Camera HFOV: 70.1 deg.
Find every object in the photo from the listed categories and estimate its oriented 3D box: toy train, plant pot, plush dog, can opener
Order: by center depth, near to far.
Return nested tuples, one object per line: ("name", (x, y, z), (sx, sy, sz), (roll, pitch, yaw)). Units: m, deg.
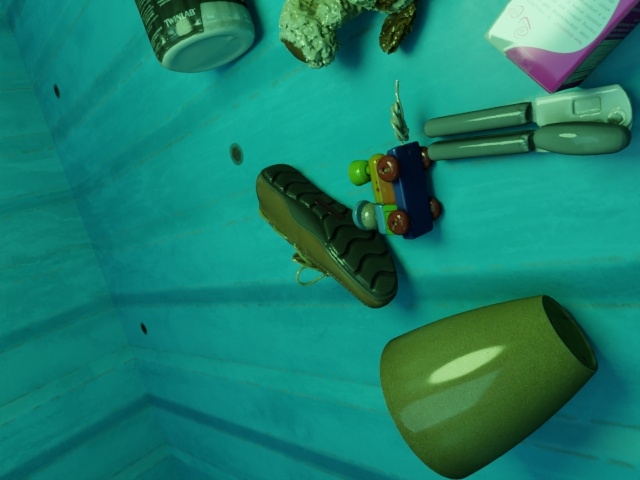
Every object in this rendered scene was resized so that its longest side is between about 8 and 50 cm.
("can opener", (0.261, -0.151, 0.619), (0.280, 0.093, 0.074), (7, 113, 48))
("plush dog", (0.054, -0.407, 0.673), (0.225, 0.211, 0.263), (18, 149, 23))
("plant pot", (0.260, 0.194, 0.690), (0.254, 0.237, 0.237), (-43, 75, 32))
("toy train", (0.104, -0.128, 0.773), (0.143, 0.105, 0.248), (1, 109, 50))

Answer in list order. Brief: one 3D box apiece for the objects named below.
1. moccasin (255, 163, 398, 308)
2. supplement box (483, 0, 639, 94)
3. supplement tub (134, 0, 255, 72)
("moccasin", (-0.002, 0.001, 0.909), (0.380, 0.139, 0.147), (38, 137, 24))
("supplement box", (0.306, -0.284, 0.491), (0.111, 0.113, 0.220), (50, 134, 15))
("supplement tub", (-0.277, -0.529, 0.896), (0.207, 0.207, 0.338), (-14, 96, 47))
